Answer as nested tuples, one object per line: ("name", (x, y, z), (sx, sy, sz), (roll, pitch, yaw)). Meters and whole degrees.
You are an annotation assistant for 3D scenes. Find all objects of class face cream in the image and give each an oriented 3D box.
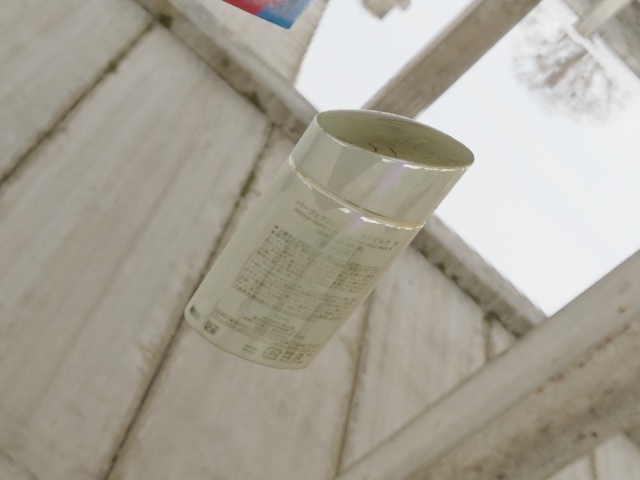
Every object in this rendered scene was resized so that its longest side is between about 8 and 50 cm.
("face cream", (0.000, 0.000, 1.117), (0.173, 0.348, 0.081), (21, -144, -21))

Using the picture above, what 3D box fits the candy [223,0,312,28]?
("candy", (-0.068, -0.232, 0.547), (0.100, 0.157, 0.306), (50, -162, 22))
